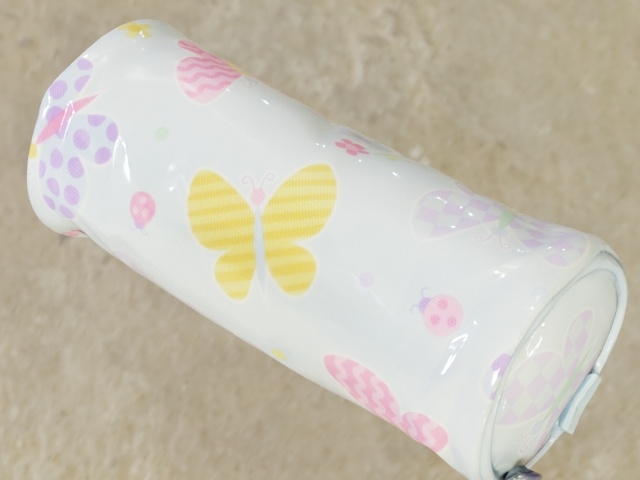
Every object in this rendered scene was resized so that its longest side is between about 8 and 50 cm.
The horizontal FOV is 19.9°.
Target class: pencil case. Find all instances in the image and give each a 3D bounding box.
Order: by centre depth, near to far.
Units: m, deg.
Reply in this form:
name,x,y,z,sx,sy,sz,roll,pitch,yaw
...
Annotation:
name,x,y,z,sx,sy,sz,roll,pitch,yaw
pencil case,0.000,0.000,0.808,0.273,0.113,0.124,28,8,24
